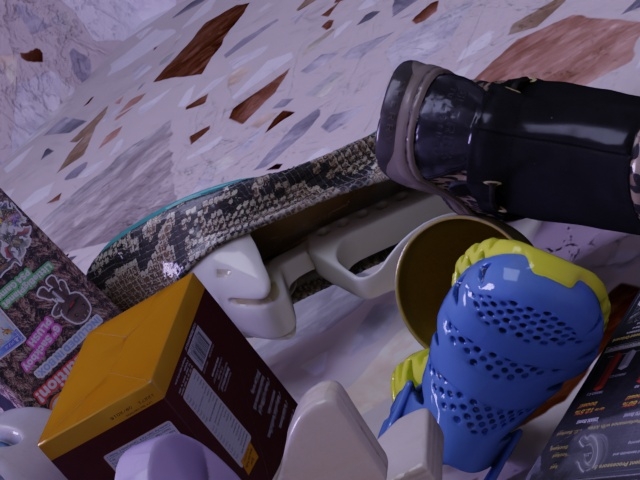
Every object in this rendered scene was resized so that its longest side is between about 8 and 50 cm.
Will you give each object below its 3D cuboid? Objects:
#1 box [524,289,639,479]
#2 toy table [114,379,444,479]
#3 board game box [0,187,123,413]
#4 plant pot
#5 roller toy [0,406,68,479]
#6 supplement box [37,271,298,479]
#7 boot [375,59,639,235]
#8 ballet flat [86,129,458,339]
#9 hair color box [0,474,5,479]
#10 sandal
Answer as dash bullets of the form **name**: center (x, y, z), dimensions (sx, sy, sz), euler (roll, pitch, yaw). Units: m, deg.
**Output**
- **box**: center (0.314, 0.092, 1.159), dimensions (0.307, 0.076, 0.242), euler (-16, 28, 48)
- **toy table**: center (0.004, 0.219, 1.124), dimensions (0.161, 0.274, 0.252), euler (-23, 37, 18)
- **board game box**: center (-0.302, 0.120, 1.790), dimensions (0.141, 0.291, 0.232), euler (-46, 5, -25)
- **plant pot**: center (0.146, 0.037, 1.541), dimensions (0.134, 0.134, 0.095), euler (-26, -3, 29)
- **roller toy**: center (-0.289, 0.265, 1.612), dimensions (0.146, 0.191, 0.209), euler (-28, -27, -58)
- **supplement box**: center (-0.125, 0.173, 1.567), dimensions (0.129, 0.194, 0.191), euler (-30, 20, 21)
- **boot**: center (0.246, -0.068, 1.509), dimensions (0.284, 0.377, 0.138), euler (12, 88, 29)
- **ballet flat**: center (0.000, 0.000, 1.735), dimensions (0.483, 0.164, 0.182), euler (-23, 47, -3)
- **hair color box**: center (-0.333, 0.269, 1.434), dimensions (0.185, 0.374, 0.113), euler (-23, 23, 35)
- **sandal**: center (0.120, 0.116, 1.292), dimensions (0.317, 0.126, 0.138), euler (110, -177, -55)
